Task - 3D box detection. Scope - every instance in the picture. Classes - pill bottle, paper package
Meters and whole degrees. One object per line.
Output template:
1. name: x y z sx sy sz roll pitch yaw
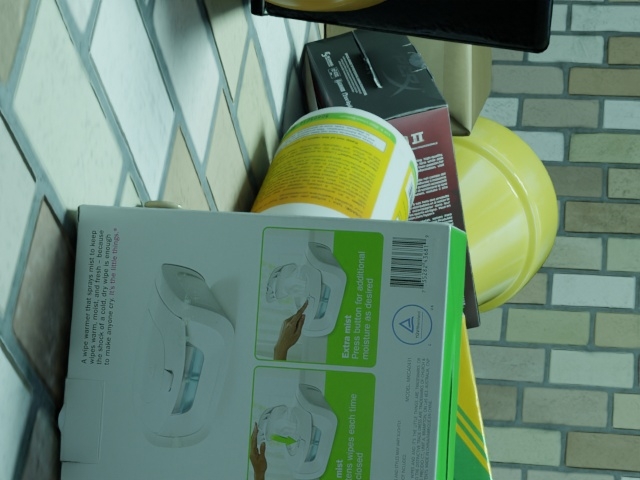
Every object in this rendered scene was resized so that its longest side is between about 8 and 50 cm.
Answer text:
1. pill bottle: 0.000 0.000 1.405 0.245 0.136 0.136 -69 160 -51
2. paper package: 0.113 -0.294 1.901 0.325 0.168 0.309 -54 144 -71

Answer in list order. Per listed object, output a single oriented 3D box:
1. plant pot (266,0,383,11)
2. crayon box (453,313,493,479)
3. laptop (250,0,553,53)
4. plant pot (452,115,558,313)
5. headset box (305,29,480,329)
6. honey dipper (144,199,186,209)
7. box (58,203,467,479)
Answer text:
1. plant pot: -0.027 -0.259 1.097 0.188 0.205 0.205 -20 113 -62
2. crayon box: 0.099 0.209 1.429 0.202 0.081 0.318 92 -7 -57
3. laptop: 0.071 -0.370 1.287 0.408 0.236 0.382 -73 167 -76
4. plant pot: 0.138 -0.006 1.958 0.239 0.254 0.254 -39 132 -57
5. headset box: 0.071 -0.073 1.640 0.218 0.110 0.293 -110 -173 -58
6. honey dipper: -0.116 0.053 1.083 0.030 0.030 0.160 54 41 -74
7. box: -0.035 0.115 0.977 0.127 0.231 0.262 13 79 -79
